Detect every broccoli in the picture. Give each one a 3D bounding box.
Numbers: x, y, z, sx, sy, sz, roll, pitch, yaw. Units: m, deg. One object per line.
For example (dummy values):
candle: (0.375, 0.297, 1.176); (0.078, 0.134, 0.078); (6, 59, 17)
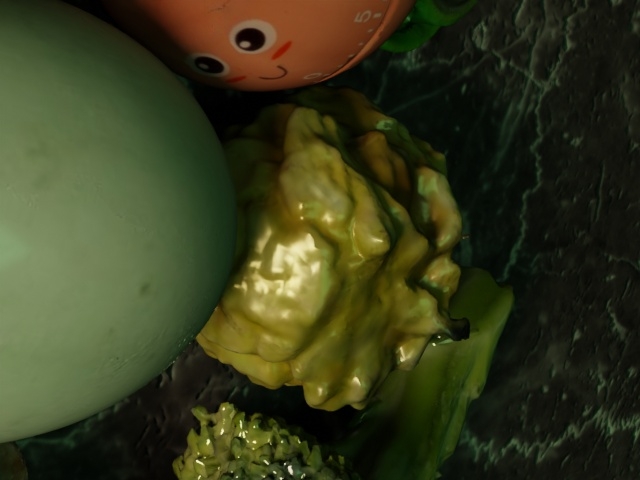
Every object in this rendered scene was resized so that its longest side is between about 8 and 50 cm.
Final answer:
broccoli: (0.027, 0.190, 1.162); (0.397, 0.275, 0.353); (-59, 179, 3)

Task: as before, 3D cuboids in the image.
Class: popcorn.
popcorn: (0.003, 0.008, 1.046); (0.249, 0.225, 0.249); (-40, 153, -25)

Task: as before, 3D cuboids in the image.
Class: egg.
egg: (-0.218, -0.016, 0.817); (0.389, 0.276, 0.276); (3, 106, -47)

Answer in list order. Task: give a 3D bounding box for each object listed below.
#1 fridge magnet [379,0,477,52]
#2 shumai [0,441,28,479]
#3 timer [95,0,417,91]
fridge magnet: (0.080, -0.250, 1.096); (0.208, 0.088, 0.208); (-32, 129, -51)
shumai: (-0.269, 0.114, 0.945); (0.145, 0.146, 0.116); (21, 75, -44)
timer: (-0.042, -0.211, 0.922); (0.215, 0.230, 0.229); (-14, 117, -43)
